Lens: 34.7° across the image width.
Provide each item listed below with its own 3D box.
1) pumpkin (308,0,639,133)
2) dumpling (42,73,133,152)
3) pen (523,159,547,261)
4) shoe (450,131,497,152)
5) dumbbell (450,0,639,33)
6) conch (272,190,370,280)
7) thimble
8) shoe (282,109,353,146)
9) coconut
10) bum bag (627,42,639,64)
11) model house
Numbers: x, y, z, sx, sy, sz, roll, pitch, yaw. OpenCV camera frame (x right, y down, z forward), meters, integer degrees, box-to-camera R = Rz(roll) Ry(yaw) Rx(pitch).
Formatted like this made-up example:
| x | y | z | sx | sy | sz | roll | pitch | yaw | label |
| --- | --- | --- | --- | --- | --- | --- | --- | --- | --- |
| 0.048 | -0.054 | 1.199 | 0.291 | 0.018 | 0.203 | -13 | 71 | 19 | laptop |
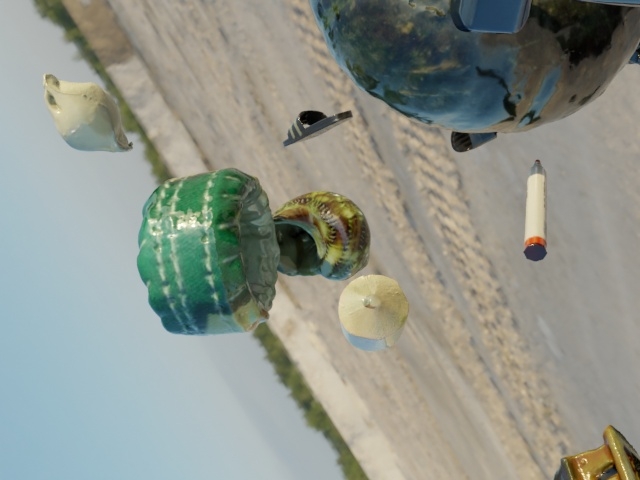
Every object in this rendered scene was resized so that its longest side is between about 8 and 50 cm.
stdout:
| x | y | z | sx | sy | sz | roll | pitch | yaw | label |
| --- | --- | --- | --- | --- | --- | --- | --- | --- | --- |
| 0.197 | -0.347 | 1.296 | 0.454 | 0.454 | 0.344 | 57 | 164 | 2 | pumpkin |
| -0.423 | -0.233 | 1.858 | 0.155 | 0.111 | 0.181 | -109 | 0 | -73 | dumpling |
| 0.250 | -0.043 | 1.191 | 0.026 | 0.026 | 0.218 | 60 | -155 | -23 | pen |
| 0.315 | -0.217 | 1.907 | 0.062 | 0.159 | 0.053 | 65 | 168 | -17 | shoe |
| 0.293 | -0.266 | 1.033 | 0.143 | 0.316 | 0.156 | 102 | 174 | -72 | dumbbell |
| 0.001 | -0.001 | 1.799 | 0.181 | 0.187 | 0.124 | 51 | -152 | -8 | conch |
| -0.170 | 0.014 | 1.617 | 0.288 | 0.167 | 0.254 | -81 | -20 | -54 | thimble |
| -0.010 | -0.222 | 1.894 | 0.179 | 0.071 | 0.049 | -20 | 90 | 52 | shoe |
| 0.108 | 0.149 | 2.128 | 0.147 | 0.147 | 0.153 | 56 | 168 | 21 | coconut |
| 0.446 | -0.335 | 1.759 | 0.248 | 0.069 | 0.102 | -1 | 126 | 34 | bum bag |
| 0.585 | 0.565 | 2.121 | 0.173 | 0.239 | 0.268 | 34 | -146 | -40 | model house |
